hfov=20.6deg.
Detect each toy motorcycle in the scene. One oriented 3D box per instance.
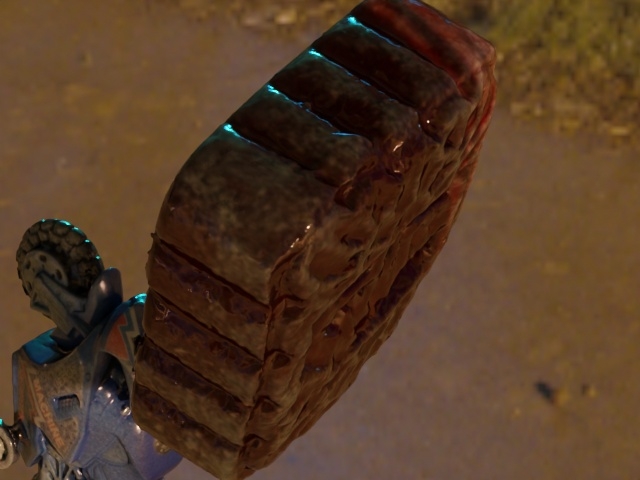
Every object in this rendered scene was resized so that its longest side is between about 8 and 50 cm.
[{"bbox_3d":[-0.109,0.091,0.897,0.114,0.205,0.076,18,28,32],"label":"toy motorcycle"}]

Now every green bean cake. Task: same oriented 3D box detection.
[{"bbox_3d":[0.000,0.000,0.571,0.056,0.136,0.135,33,50,16],"label":"green bean cake"}]
